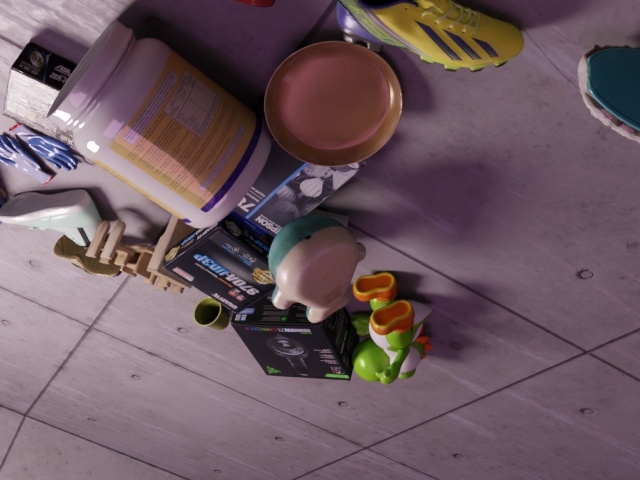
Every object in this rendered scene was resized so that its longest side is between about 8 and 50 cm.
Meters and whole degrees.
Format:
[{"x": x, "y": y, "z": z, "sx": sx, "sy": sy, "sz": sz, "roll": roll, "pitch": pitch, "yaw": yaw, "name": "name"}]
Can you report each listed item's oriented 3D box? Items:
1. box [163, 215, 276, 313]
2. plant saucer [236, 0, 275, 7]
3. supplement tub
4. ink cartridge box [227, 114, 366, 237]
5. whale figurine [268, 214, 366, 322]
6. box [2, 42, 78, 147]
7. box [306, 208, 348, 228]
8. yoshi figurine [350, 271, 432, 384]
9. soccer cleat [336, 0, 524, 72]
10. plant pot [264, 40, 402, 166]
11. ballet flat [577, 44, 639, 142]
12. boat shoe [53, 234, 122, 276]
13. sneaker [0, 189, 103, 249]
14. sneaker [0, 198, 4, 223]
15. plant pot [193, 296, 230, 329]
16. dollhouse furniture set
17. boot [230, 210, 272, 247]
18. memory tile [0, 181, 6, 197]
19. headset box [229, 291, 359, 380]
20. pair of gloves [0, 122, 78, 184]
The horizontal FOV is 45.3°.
[{"x": -0.195, "y": 0.052, "z": 1.640, "sx": 0.175, "sy": 0.051, "sz": 0.220, "roll": -33, "pitch": 129, "yaw": 26, "name": "box"}, {"x": -0.181, "y": -0.467, "z": 1.123, "sx": 0.258, "sy": 0.047, "sz": 0.259, "roll": 16, "pitch": 145, "yaw": -1, "name": "plant saucer"}, {"x": -0.278, "y": -0.200, "z": 1.347, "sx": 0.331, "sy": 0.241, "sz": 0.241, "roll": 36, "pitch": 139, "yaw": -26, "name": "supplement tub"}, {"x": -0.081, "y": -0.112, "z": 1.487, "sx": 0.165, "sy": 0.065, "sz": 0.333, "roll": 33, "pitch": 128, "yaw": -25, "name": "ink cartridge box"}, {"x": -0.013, "y": 0.056, "z": 1.530, "sx": 0.216, "sy": 0.141, "sz": 0.272, "roll": -33, "pitch": 148, "yaw": -11, "name": "whale figurine"}, {"x": -0.500, "y": -0.269, "z": 1.470, "sx": 0.180, "sy": 0.077, "sz": 0.147, "roll": 25, "pitch": 143, "yaw": -12, "name": "box"}, {"x": 0.000, "y": 0.000, "z": 1.632, "sx": 0.101, "sy": 0.102, "sz": 0.087, "roll": 12, "pitch": 145, "yaw": 2, "name": "box"}, {"x": 0.144, "y": 0.244, "z": 1.851, "sx": 0.203, "sy": 0.203, "sz": 0.362, "roll": 17, "pitch": 150, "yaw": 25, "name": "yoshi figurine"}, {"x": 0.166, "y": -0.332, "z": 1.142, "sx": 0.289, "sy": 0.093, "sz": 0.121, "roll": 12, "pitch": 137, "yaw": 3, "name": "soccer cleat"}, {"x": 0.021, "y": -0.235, "z": 1.315, "sx": 0.236, "sy": 0.032, "sz": 0.236, "roll": -2, "pitch": 127, "yaw": -2, "name": "plant pot"}, {"x": 0.572, "y": -0.183, "z": 1.173, "sx": 0.409, "sy": 0.147, "sz": 0.147, "roll": 16, "pitch": 144, "yaw": -1, "name": "ballet flat"}, {"x": -0.562, "y": 0.043, "z": 1.898, "sx": 0.224, "sy": 0.080, "sz": 0.073, "roll": 16, "pitch": 166, "yaw": 29, "name": "boat shoe"}, {"x": -0.631, "y": -0.036, "z": 1.809, "sx": 0.256, "sy": 0.094, "sz": 0.151, "roll": -2, "pitch": 135, "yaw": 19, "name": "sneaker"}, {"x": -0.803, "y": -0.090, "z": 1.784, "sx": 0.081, "sy": 0.090, "sz": 0.232, "roll": 11, "pitch": 144, "yaw": 5, "name": "sneaker"}, {"x": -0.281, "y": 0.202, "z": 2.030, "sx": 0.083, "sy": 0.083, "sz": 0.079, "roll": -4, "pitch": 152, "yaw": 24, "name": "plant pot"}, {"x": -0.371, "y": 0.009, "z": 1.763, "sx": 0.242, "sy": 0.161, "sz": 0.212, "roll": 3, "pitch": 158, "yaw": 47, "name": "dollhouse furniture set"}, {"x": -0.132, "y": -0.014, "z": 1.675, "sx": 0.236, "sy": 0.089, "sz": 0.269, "roll": 0, "pitch": 138, "yaw": 9, "name": "boot"}, {"x": -0.820, "y": -0.146, "z": 1.805, "sx": 0.148, "sy": 0.012, "sz": 0.113, "roll": 8, "pitch": 144, "yaw": 8, "name": "memory tile"}, {"x": -0.056, "y": 0.235, "z": 1.941, "sx": 0.246, "sy": 0.131, "sz": 0.283, "roll": 0, "pitch": 142, "yaw": 21, "name": "headset box"}, {"x": -0.621, "y": -0.191, "z": 1.668, "sx": 0.198, "sy": 0.023, "sz": 0.159, "roll": -20, "pitch": 134, "yaw": 39, "name": "pair of gloves"}]
